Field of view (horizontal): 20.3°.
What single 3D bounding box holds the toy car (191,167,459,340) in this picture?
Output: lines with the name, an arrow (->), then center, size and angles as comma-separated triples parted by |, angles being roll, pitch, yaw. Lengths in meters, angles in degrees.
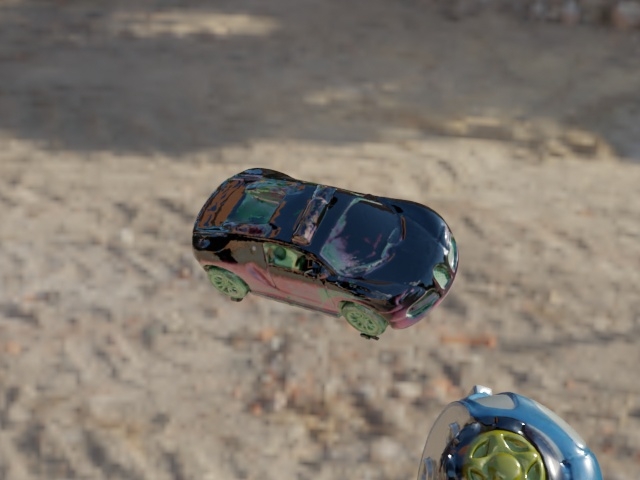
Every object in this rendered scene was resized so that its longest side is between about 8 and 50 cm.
toy car -> 0.000, 0.000, 0.888 | 0.142, 0.055, 0.069 | 14, 57, 32

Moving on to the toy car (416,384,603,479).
toy car -> 0.137, 0.243, 1.120 | 0.166, 0.198, 0.314 | 3, 62, -12
